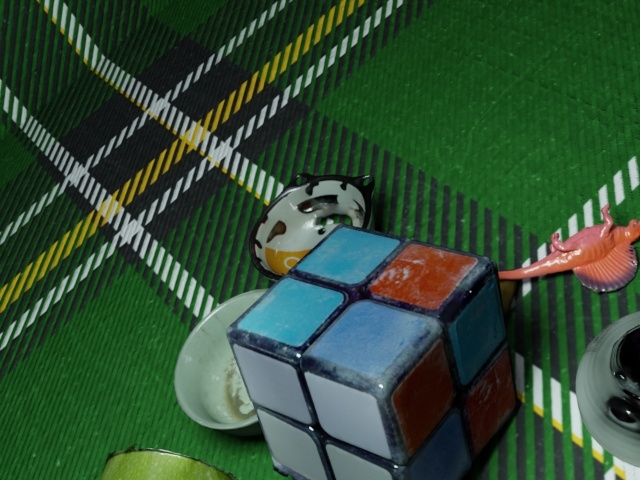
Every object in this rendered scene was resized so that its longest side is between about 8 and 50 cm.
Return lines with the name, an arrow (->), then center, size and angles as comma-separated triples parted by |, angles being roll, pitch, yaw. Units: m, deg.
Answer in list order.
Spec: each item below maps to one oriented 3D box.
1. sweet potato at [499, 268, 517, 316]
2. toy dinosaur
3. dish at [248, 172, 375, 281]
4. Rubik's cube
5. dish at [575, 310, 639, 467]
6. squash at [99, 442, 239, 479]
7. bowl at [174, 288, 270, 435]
sweet potato -> 0.308, 0.119, 1.585 | 0.053, 0.054, 0.182 | 24, 64, 34
toy dinosaur -> 0.451, 0.048, 1.562 | 0.286, 0.070, 0.139 | -27, 64, -4
dish -> 0.000, 0.000, 1.833 | 0.303, 0.120, 0.303 | -17, 44, 17
Rubik's cube -> 0.089, 0.200, 1.399 | 0.316, 0.313, 0.318 | 14, 43, 38
dish -> 0.507, 0.192, 1.334 | 0.273, 0.134, 0.273 | -17, 45, 18
squash -> -0.269, 0.537, 1.391 | 0.263, 0.263, 0.385 | -10, 46, 24
bowl -> -0.112, 0.246, 1.653 | 0.289, 0.146, 0.289 | -16, 46, 18
